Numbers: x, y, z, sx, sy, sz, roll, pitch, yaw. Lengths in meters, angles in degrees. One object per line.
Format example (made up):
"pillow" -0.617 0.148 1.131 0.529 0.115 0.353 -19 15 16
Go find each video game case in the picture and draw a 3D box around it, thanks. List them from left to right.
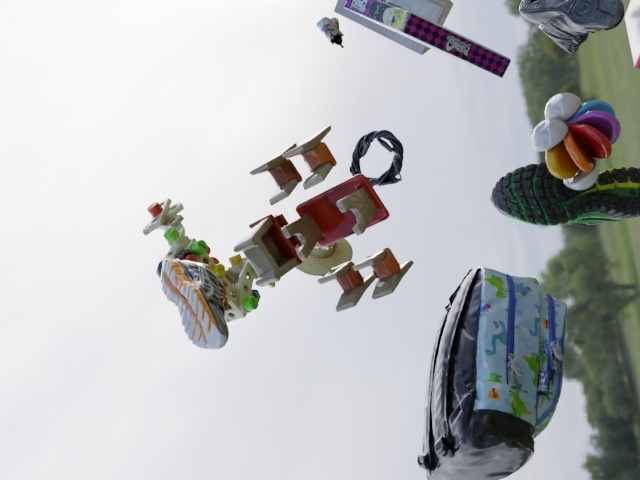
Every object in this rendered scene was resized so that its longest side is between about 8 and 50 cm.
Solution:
"video game case" 0.184 -0.362 1.546 0.232 0.210 0.041 15 -73 -33

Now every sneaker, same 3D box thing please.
"sneaker" -0.186 0.094 1.423 0.215 0.083 0.084 52 133 45
"sneaker" 0.030 -0.429 1.848 0.069 0.038 0.098 53 -155 3
"sneaker" 0.525 -0.078 1.870 0.146 0.344 0.134 113 159 -75
"sneaker" 0.477 -0.400 1.603 0.130 0.227 0.087 29 -92 -32

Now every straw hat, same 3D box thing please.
"straw hat" 0.000 0.000 1.716 0.144 0.145 0.061 -74 -9 -51

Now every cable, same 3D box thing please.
"cable" 0.143 -0.218 2.387 0.047 0.185 0.150 -16 -82 -45

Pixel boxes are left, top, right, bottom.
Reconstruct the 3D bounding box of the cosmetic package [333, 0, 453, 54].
"cosmetic package" 0.164 -0.536 2.030 0.127 0.238 0.107 -64 -9 29

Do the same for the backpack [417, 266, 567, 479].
"backpack" 0.301 0.222 1.555 0.290 0.274 0.355 103 165 -59

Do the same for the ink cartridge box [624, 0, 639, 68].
"ink cartridge box" 0.668 -0.392 1.462 0.197 0.273 0.114 76 -169 -68

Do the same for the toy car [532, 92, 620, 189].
"toy car" 0.510 -0.200 1.713 0.159 0.136 0.182 44 -122 -20

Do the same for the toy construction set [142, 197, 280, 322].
"toy construction set" -0.239 0.046 1.868 0.328 0.151 0.215 42 -138 -16

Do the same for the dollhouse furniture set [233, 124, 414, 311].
"dollhouse furniture set" -0.006 -0.027 1.416 0.262 0.259 0.135 58 -140 -11
